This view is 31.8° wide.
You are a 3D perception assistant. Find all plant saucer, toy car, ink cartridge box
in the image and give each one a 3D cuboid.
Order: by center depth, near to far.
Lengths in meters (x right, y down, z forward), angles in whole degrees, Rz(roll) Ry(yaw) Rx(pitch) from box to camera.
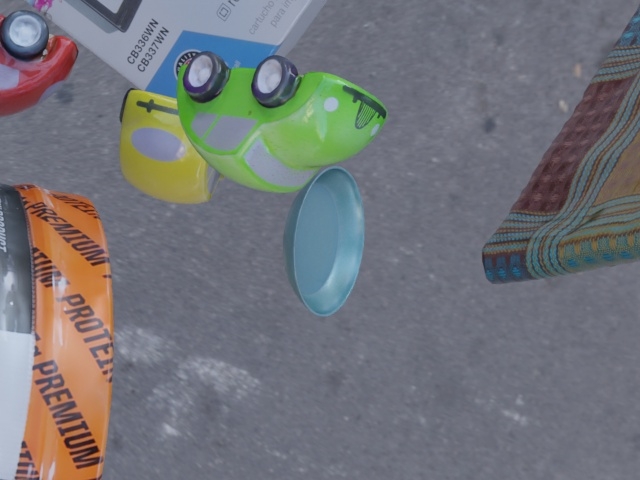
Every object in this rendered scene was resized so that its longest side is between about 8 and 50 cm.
[{"bbox_3d":[-0.072,-0.057,0.535,0.239,0.225,0.053,23,80,-50],"label":"toy car"},{"bbox_3d":[-0.107,-0.257,0.819,0.270,0.198,0.197,37,35,-5],"label":"ink cartridge box"},{"bbox_3d":[0.000,0.000,0.889,0.119,0.021,0.119,-21,114,-59],"label":"plant saucer"}]

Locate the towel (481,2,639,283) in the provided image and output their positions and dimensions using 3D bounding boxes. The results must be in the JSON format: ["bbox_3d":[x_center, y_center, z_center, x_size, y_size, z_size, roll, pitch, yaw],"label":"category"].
[{"bbox_3d":[0.249,-0.101,0.603,0.040,0.370,0.271,41,68,-15],"label":"towel"}]

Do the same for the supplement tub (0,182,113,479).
[{"bbox_3d":[-0.256,0.044,0.388,0.338,0.207,0.207,6,92,-24],"label":"supplement tub"}]
